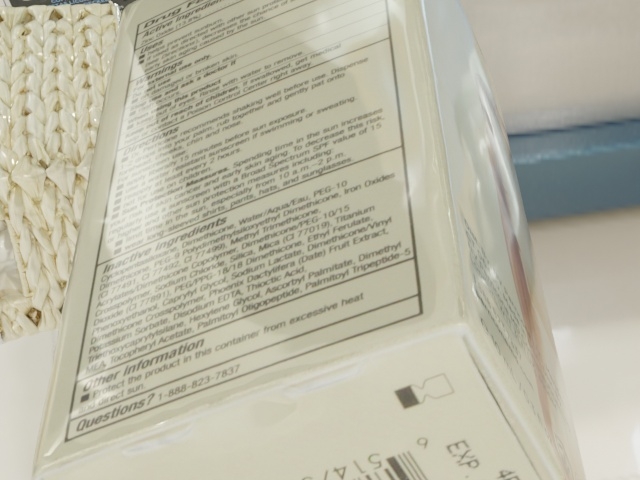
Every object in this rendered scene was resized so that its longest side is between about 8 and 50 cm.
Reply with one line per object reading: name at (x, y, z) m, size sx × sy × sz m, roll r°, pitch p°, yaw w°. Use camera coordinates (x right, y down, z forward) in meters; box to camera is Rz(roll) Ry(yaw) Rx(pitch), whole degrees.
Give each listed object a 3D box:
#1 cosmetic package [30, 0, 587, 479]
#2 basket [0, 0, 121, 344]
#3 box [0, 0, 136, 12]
cosmetic package at (0.000, 0.000, 0.545) m, size 0.153 × 0.129 × 0.296 m, roll -21°, pitch 36°, yaw 16°
basket at (-0.147, -0.040, 0.726) m, size 0.103 × 0.113 × 0.167 m, roll -6°, pitch 41°, yaw -4°
box at (-0.197, -0.162, 0.991) m, size 0.087 × 0.169 × 0.290 m, roll -15°, pitch 55°, yaw -19°
